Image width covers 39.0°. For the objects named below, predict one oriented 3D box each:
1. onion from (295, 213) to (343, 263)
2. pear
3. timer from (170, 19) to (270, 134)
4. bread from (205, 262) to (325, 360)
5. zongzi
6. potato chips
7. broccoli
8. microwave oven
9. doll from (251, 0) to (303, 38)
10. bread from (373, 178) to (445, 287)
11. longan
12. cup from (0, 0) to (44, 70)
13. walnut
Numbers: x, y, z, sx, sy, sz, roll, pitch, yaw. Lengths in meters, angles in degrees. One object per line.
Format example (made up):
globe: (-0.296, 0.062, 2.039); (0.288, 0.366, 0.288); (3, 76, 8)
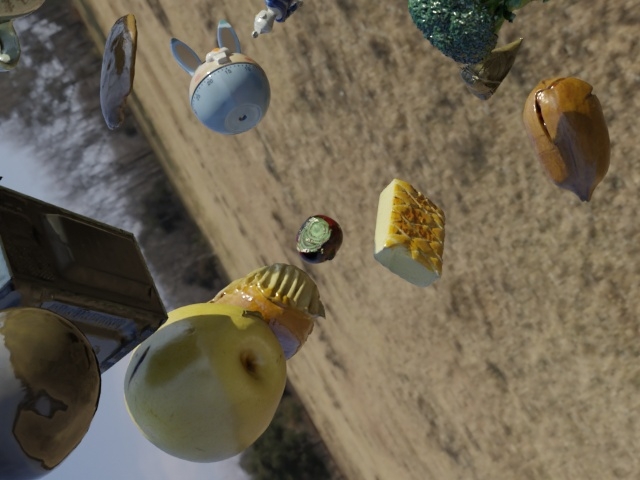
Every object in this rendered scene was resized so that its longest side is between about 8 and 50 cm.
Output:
onion: (0.000, 0.000, 2.095); (0.119, 0.117, 0.119); (51, -166, -18)
pear: (-0.214, 0.268, 1.729); (0.309, 0.309, 0.309); (59, 171, 14)
timer: (-0.193, -0.329, 1.751); (0.175, 0.175, 0.256); (112, 136, -79)
bread: (-0.159, 0.191, 2.064); (0.236, 0.183, 0.388); (33, 139, -8)
zongzi: (0.402, -0.426, 2.100); (0.081, 0.178, 0.189); (42, -172, 18)
potato chips: (-0.335, -0.280, 1.483); (0.150, 0.049, 0.202); (145, 128, -67)
broccoli: (0.312, -0.480, 1.720); (0.297, 0.297, 0.298); (-13, -90, -80)
microwave oven: (-0.460, 0.100, 1.437); (0.355, 0.286, 0.218); (28, -150, -58)
doll: (-0.088, -0.552, 2.063); (0.057, 0.227, 0.114); (30, 163, 29)
bread: (0.164, -0.013, 1.644); (0.125, 0.068, 0.188); (31, -141, -17)
longan: (-0.360, 0.184, 1.088); (0.198, 0.198, 0.213); (-152, 66, -75)
cup: (-0.534, -0.382, 1.400); (0.234, 0.186, 0.258); (-76, -20, -65)
walnut: (0.645, -0.261, 2.331); (0.209, 0.208, 0.336); (179, 74, -81)
